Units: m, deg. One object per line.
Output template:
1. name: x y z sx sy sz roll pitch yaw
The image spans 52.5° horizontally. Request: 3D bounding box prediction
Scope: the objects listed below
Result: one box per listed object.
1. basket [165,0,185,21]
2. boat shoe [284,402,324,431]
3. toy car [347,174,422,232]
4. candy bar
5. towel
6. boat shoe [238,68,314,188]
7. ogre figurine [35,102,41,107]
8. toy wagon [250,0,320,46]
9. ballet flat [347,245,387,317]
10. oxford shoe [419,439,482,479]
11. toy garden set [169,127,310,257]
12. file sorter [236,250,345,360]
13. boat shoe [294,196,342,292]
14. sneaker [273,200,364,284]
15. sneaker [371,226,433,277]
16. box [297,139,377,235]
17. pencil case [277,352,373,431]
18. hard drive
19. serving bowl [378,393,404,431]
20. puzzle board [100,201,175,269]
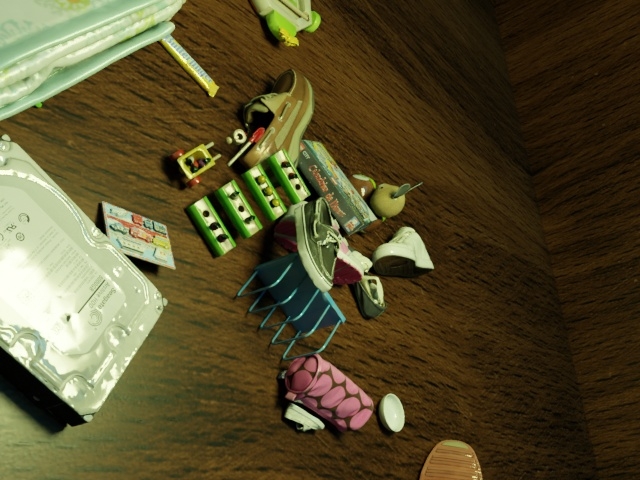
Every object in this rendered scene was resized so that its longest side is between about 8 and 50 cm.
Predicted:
1. basket: -0.287 -0.671 1.228 0.328 0.266 0.331 44 39 -31
2. boat shoe: -0.032 0.343 1.230 0.100 0.035 0.035 44 68 -38
3. toy car: 0.150 -0.112 1.593 0.155 0.188 0.149 -20 88 -57
4. candy bar: -0.265 -0.355 1.301 0.161 0.018 0.040 47 39 -30
5. towel: -0.413 -0.327 0.848 0.320 0.090 0.374 37 49 10
6. boat shoe: -0.099 -0.260 1.392 0.120 0.122 0.324 36 45 -33
7. ogre figurine: -0.426 -0.242 0.922 0.197 0.118 0.096 -4 75 -55
8. toy wagon: -0.108 -0.623 1.628 0.267 0.068 0.344 24 54 -46
9. ballet flat: 0.100 0.084 1.522 0.074 0.074 0.203 -31 97 -56
10. oxford shoe: 0.285 0.631 1.461 0.397 0.140 0.146 -65 156 -53
11. toy garden set: -0.147 -0.118 1.224 0.244 0.049 0.203 -38 104 -32
12. file sorter: -0.059 0.128 1.233 0.170 0.118 0.104 57 38 -17
13. boat shoe: 0.000 0.000 1.229 0.078 0.070 0.219 46 22 -44
14. sneaker: 0.011 0.002 1.414 0.252 0.103 0.111 44 42 -32
15. sneaker: 0.198 0.022 1.677 0.290 0.106 0.123 18 54 -62
16. box: 0.030 -0.123 1.475 0.233 0.044 0.159 54 17 5
17. pencil case: 0.016 0.302 1.262 0.209 0.095 0.098 43 58 -37
18. hard drive: -0.381 0.053 0.872 0.339 0.064 0.237 53 37 -23
19. serving bowl: 0.155 0.390 1.466 0.083 0.027 0.083 30 50 -43
20. puzzle board: -0.292 -0.008 1.048 0.128 0.011 0.096 24 34 -47
